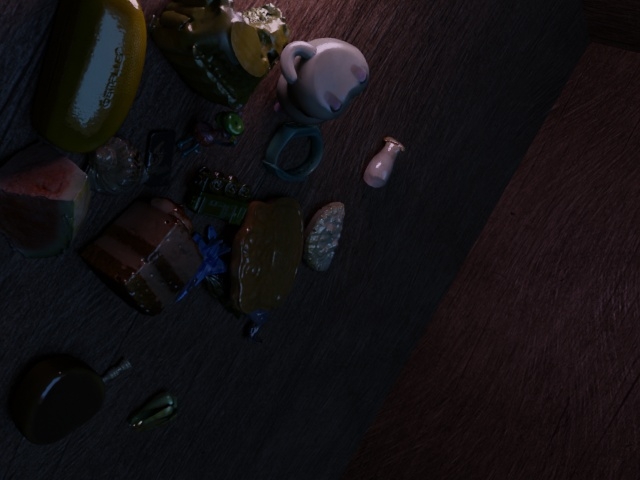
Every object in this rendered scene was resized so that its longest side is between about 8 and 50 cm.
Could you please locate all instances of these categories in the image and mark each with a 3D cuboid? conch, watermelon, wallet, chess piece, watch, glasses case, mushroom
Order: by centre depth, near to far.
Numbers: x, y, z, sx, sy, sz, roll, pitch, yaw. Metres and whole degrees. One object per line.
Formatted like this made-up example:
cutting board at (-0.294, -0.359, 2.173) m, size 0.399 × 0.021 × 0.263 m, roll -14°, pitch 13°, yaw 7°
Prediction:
glasses case at (-0.486, -0.369, 1.339) m, size 0.173 × 0.141 × 0.372 m, roll 4°, pitch 111°, yaw -53°
watermelon at (-0.619, -0.077, 1.356) m, size 0.193 × 0.232 × 0.310 m, roll -42°, pitch -174°, yaw -28°
conch at (-0.501, -0.175, 1.523) m, size 0.155 × 0.130 × 0.207 m, roll -26°, pitch 169°, yaw 7°
wallet at (-0.425, -0.216, 1.633) m, size 0.082 × 0.018 × 0.157 m, roll -11°, pitch 123°, yaw -48°
chess piece at (-0.606, 0.385, 1.823) m, size 0.092 × 0.035 × 0.035 m, roll -36°, pitch 139°, yaw -26°
watch at (-0.085, -0.283, 1.982) m, size 0.237 × 0.068 × 0.195 m, roll -19°, pitch 130°, yaw -49°
conch at (-0.527, 0.559, 1.986) m, size 0.170 × 0.105 × 0.079 m, roll -33°, pitch 130°, yaw -27°
mushroom at (0.242, -0.297, 2.355) m, size 0.213 × 0.097 × 0.088 m, roll -54°, pitch 135°, yaw -10°

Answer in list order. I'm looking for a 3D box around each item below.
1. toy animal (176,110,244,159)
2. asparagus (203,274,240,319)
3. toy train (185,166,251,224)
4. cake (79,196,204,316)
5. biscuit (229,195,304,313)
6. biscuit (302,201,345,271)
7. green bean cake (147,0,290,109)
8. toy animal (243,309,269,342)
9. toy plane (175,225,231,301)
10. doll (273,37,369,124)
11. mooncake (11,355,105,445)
toy animal at (-0.282, -0.274, 1.638) m, size 0.103 × 0.208 × 0.100 m, roll 48°, pitch 38°, yaw -31°
asparagus at (-0.309, 0.171, 2.010) m, size 0.080 × 0.080 × 0.287 m, roll -52°, pitch 145°, yaw -12°
toy train at (-0.297, -0.127, 1.800) m, size 0.225 × 0.090 × 0.137 m, roll 12°, pitch 108°, yaw -54°
cake at (-0.446, 0.025, 1.637) m, size 0.293 × 0.196 × 0.199 m, roll -52°, pitch 147°, yaw -20°
biscuit at (-0.161, 0.046, 2.026) m, size 0.365 × 0.062 × 0.386 m, roll -3°, pitch 103°, yaw -59°
biscuit at (0.000, 0.000, 2.270) m, size 0.179 × 0.084 × 0.281 m, roll -13°, pitch 125°, yaw -48°
green bean cake at (-0.222, -0.505, 1.526) m, size 0.285 × 0.202 × 0.310 m, roll -57°, pitch 146°, yaw -9°
toy animal at (-0.216, 0.247, 2.166) m, size 0.195 × 0.090 × 0.325 m, roll -10°, pitch 121°, yaw -56°
toy plane at (-0.363, 0.083, 1.853) m, size 0.246 × 0.078 × 0.169 m, roll -53°, pitch 129°, yaw -19°
doll at (-0.004, -0.430, 1.716) m, size 0.215 × 0.225 × 0.370 m, roll -61°, pitch -175°, yaw -4°
mooncake at (-0.701, 0.412, 1.644) m, size 0.234 × 0.117 × 0.235 m, roll -30°, pitch 133°, yaw -38°
